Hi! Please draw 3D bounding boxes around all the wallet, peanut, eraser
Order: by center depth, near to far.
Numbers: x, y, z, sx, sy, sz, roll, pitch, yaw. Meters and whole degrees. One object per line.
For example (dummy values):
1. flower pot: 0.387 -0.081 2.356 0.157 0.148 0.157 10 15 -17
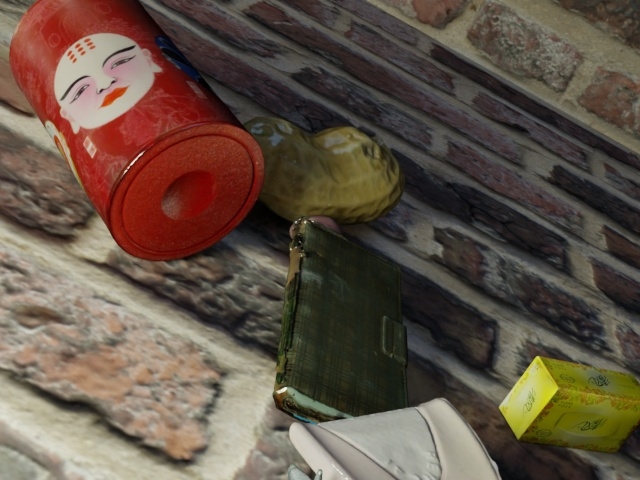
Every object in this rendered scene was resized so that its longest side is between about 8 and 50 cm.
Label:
1. eraser: 0.104 0.256 0.903 0.204 0.059 0.243 0 37 -36
2. wallet: 0.028 0.105 1.121 0.169 0.044 0.317 27 33 -16
3. peanut: -0.004 -0.100 1.356 0.325 0.153 0.140 12 26 -44

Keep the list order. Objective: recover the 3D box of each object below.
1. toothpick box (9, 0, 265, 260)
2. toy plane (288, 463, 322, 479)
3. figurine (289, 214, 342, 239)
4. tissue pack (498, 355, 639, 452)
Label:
1. toothpick box: -0.235 -0.156 1.169 0.204 0.204 0.333 1 38 -44
2. toy plane: 0.021 0.275 0.801 0.212 0.088 0.267 1 36 -23
3. figurine: 0.000 0.000 1.279 0.083 0.067 0.071 11 35 -26
4. tissue pack: 0.331 0.214 1.206 0.176 0.095 0.062 15 30 -28
